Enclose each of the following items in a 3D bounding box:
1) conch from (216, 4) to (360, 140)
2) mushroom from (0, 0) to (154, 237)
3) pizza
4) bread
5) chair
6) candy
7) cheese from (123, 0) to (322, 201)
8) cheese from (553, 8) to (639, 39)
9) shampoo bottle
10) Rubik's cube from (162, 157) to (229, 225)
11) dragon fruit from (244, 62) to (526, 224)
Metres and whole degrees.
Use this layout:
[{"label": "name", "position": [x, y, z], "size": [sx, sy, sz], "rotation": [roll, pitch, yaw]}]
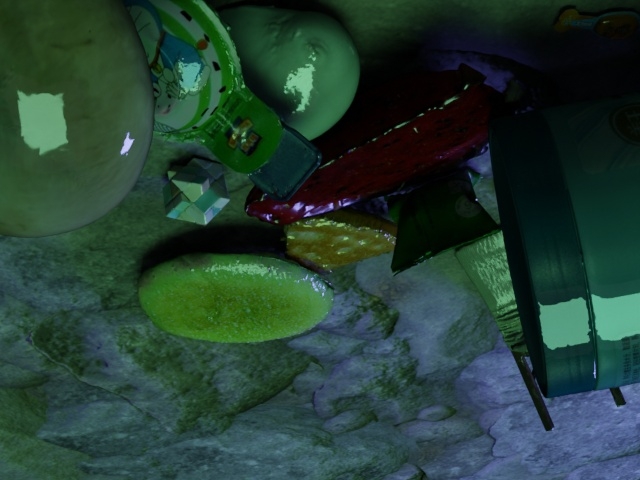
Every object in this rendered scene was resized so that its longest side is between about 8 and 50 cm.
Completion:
[{"label": "conch", "position": [-0.065, -0.186, 1.416], "size": [0.221, 0.121, 0.185], "rotation": [-18, 115, 22]}, {"label": "mushroom", "position": [-0.300, -0.184, 1.216], "size": [0.362, 0.294, 0.362], "rotation": [24, 136, 26]}, {"label": "pizza", "position": [0.000, 0.000, 1.731], "size": [0.188, 0.062, 0.199], "rotation": [16, 146, -28]}, {"label": "bread", "position": [-0.120, 0.091, 1.804], "size": [0.301, 0.045, 0.301], "rotation": [0, 155, 0]}, {"label": "chair", "position": [0.345, 0.105, 1.896], "size": [0.160, 0.319, 0.186], "rotation": [-24, -173, 24]}, {"label": "candy", "position": [0.148, -0.032, 1.611], "size": [0.141, 0.203, 0.078], "rotation": [-34, 113, 14]}, {"label": "cheese", "position": [-0.140, -0.166, 1.342], "size": [0.320, 0.083, 0.204], "rotation": [41, 131, -2]}, {"label": "cheese", "position": [0.329, -0.255, 1.466], "size": [0.111, 0.017, 0.047], "rotation": [2, 141, -14]}, {"label": "shampoo bottle", "position": [0.391, -0.010, 1.422], "size": [0.342, 0.331, 0.331], "rotation": [-10, 145, 5]}, {"label": "Rubik's cube", "position": [-0.164, -0.062, 1.586], "size": [0.073, 0.084, 0.075], "rotation": [15, 123, -36]}, {"label": "dragon fruit", "position": [0.082, -0.123, 1.523], "size": [0.343, 0.100, 0.282], "rotation": [-28, 161, 24]}]
